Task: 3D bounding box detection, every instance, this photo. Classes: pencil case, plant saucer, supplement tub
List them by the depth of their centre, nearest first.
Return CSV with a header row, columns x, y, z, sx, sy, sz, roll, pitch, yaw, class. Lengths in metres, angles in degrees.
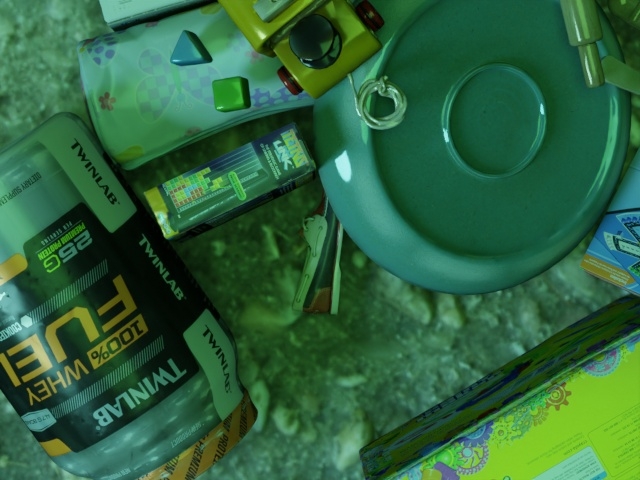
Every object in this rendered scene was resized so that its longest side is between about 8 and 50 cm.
x,y,z,sx,sy,sz,roll,pitch,yaw,class
-0.202,0.065,1.544,0.193,0.193,0.316,-35,99,0,supplement tub
0.147,-0.106,1.573,0.317,0.044,0.317,-4,99,-23,plant saucer
-0.079,-0.153,1.595,0.273,0.113,0.124,-16,102,-1,pencil case

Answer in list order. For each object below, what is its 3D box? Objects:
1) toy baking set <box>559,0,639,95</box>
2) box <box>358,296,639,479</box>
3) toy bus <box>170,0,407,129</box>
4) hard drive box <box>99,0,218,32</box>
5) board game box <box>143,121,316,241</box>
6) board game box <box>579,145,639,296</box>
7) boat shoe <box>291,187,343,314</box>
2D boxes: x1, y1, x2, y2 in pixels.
x,y,z,sx,sy,sz,roll,pitch,yaw,class
0.289,-0.213,1.594,0.197,0.030,0.256,-13,95,-34,toy baking set
0.201,0.194,1.519,0.290,0.279,0.177,-30,91,0,box
-0.028,-0.196,1.463,0.202,0.104,0.191,7,93,13,toy bus
-0.102,-0.305,1.604,0.232,0.089,0.181,-15,91,0,hard drive box
-0.076,-0.049,1.567,0.141,0.170,0.048,-27,89,-1,board game box
0.369,0.012,1.557,0.281,0.027,0.145,27,89,41,board game box
0.000,0.000,1.631,0.043,0.049,0.137,5,95,1,boat shoe
